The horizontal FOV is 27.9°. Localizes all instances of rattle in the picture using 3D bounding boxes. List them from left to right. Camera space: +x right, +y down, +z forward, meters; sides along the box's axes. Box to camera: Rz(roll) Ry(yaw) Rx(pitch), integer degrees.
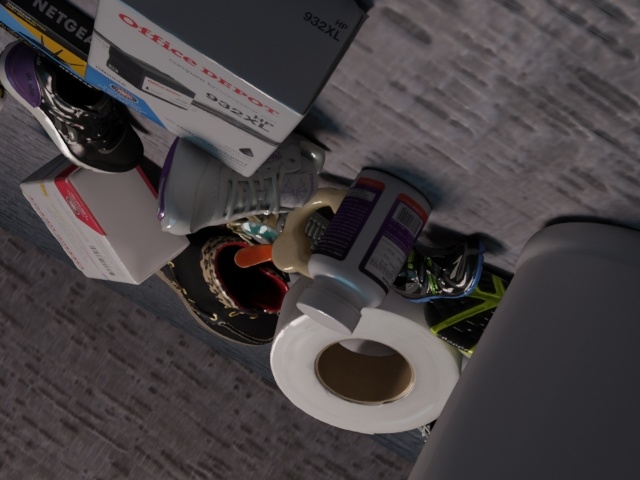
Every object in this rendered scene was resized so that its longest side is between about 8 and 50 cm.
[{"bbox_3d":[0.000,0.000,1.782,0.199,0.130,0.142,-24,175,36],"label":"rattle"}]

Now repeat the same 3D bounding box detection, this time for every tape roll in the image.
[{"bbox_3d":[0.071,0.162,1.912,0.286,0.100,0.286,6,134,6],"label":"tape roll"}]

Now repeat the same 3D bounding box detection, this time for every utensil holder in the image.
[{"bbox_3d":[0.291,0.229,1.410,0.327,0.385,0.327,26,159,11],"label":"utensil holder"}]

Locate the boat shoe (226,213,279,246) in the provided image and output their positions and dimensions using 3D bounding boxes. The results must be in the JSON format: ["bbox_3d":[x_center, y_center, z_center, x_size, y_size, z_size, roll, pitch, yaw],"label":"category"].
[{"bbox_3d":[-0.143,-0.067,1.933,0.104,0.089,0.285,20,164,32],"label":"boat shoe"}]

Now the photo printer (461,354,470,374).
[{"bbox_3d":[0.282,0.228,2.088,0.307,0.107,0.256,20,163,34],"label":"photo printer"}]

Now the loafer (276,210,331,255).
[{"bbox_3d":[0.029,0.019,1.935,0.251,0.094,0.087,44,-171,-27],"label":"loafer"}]

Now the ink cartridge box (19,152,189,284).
[{"bbox_3d":[-0.388,-0.050,2.280,0.226,0.131,0.306,57,159,-17],"label":"ink cartridge box"}]

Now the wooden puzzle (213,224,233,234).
[{"bbox_3d":[-0.186,-0.031,2.325,0.083,0.006,0.049,19,163,35],"label":"wooden puzzle"}]

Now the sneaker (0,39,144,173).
[{"bbox_3d":[-0.344,-0.185,1.903,0.124,0.107,0.283,8,156,42],"label":"sneaker"}]

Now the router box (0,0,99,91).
[{"bbox_3d":[-0.343,-0.271,1.699,0.179,0.046,0.133,35,165,-20],"label":"router box"}]

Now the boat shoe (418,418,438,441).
[{"bbox_3d":[0.199,0.287,2.072,0.254,0.079,0.095,16,159,45],"label":"boat shoe"}]

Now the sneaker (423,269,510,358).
[{"bbox_3d":[0.325,0.153,1.727,0.384,0.145,0.147,33,179,27],"label":"sneaker"}]

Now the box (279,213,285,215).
[{"bbox_3d":[-0.135,-0.142,1.701,0.067,0.063,0.324,18,162,39],"label":"box"}]

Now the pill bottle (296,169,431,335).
[{"bbox_3d":[0.050,0.017,1.620,0.108,0.193,0.108,28,166,8],"label":"pill bottle"}]

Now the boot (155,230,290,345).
[{"bbox_3d":[-0.156,0.096,2.456,0.377,0.138,0.284,47,160,-29],"label":"boot"}]

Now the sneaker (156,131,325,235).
[{"bbox_3d":[-0.089,-0.082,1.536,0.152,0.114,0.305,19,-153,15],"label":"sneaker"}]

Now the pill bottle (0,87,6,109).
[{"bbox_3d":[-0.603,-0.264,2.213,0.065,0.065,0.116,14,159,47],"label":"pill bottle"}]

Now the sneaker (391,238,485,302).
[{"bbox_3d":[0.147,0.039,1.693,0.078,0.067,0.188,22,156,-29],"label":"sneaker"}]

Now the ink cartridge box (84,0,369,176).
[{"bbox_3d":[-0.110,-0.197,1.313,0.223,0.129,0.307,32,166,-7],"label":"ink cartridge box"}]

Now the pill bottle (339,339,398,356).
[{"bbox_3d":[0.054,0.166,2.148,0.124,0.124,0.221,41,-174,-40],"label":"pill bottle"}]
